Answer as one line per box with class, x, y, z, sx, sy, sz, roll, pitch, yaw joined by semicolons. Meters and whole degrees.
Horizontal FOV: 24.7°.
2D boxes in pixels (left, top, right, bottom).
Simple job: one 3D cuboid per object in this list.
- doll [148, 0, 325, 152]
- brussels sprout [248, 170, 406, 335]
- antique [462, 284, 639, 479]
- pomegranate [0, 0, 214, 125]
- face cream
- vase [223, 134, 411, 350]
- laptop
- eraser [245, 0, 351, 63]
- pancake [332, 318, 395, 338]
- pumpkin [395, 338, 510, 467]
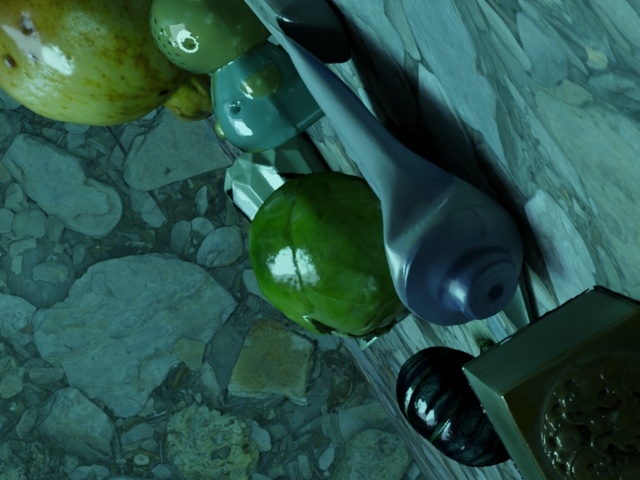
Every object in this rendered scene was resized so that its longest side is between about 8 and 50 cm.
doll;-0.113;-0.248;1.902;0.261;0.161;0.177;56;175;-15
brussels sprout;0.019;0.022;1.996;0.244;0.244;0.244;56;173;10
antique;0.234;0.143;1.268;0.147;0.152;0.148;60;176;-10
pomegranate;-0.302;-0.323;2.106;0.410;0.410;0.410;56;173;10
face cream;0.075;-0.058;1.552;0.235;0.137;0.420;54;179;-43
vase;0.000;0.000;2.325;0.360;0.165;0.165;53;173;3
laptop;0.162;-0.007;1.662;0.269;0.015;0.188;52;172;35
eraser;-0.082;-0.328;1.706;0.352;0.061;0.089;53;171;29
pancake;0.023;0.042;2.177;0.253;0.037;0.254;28;-136;-30
pumpkin;0.190;0.219;1.949;0.194;0.150;0.194;59;-176;-7
